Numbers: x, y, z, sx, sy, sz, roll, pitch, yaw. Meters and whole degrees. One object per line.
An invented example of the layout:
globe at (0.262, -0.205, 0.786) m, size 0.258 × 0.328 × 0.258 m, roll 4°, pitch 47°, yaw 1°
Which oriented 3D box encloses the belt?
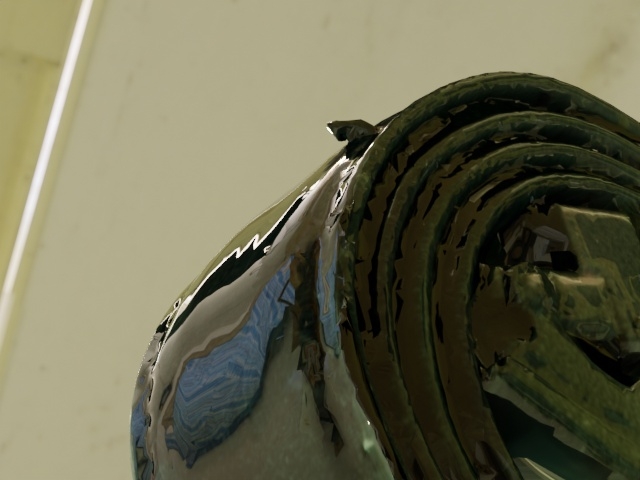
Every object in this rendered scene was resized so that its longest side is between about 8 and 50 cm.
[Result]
belt at (0.078, 0.082, 0.467) m, size 0.267 × 0.116 × 0.206 m, roll 41°, pitch -139°, yaw -13°
